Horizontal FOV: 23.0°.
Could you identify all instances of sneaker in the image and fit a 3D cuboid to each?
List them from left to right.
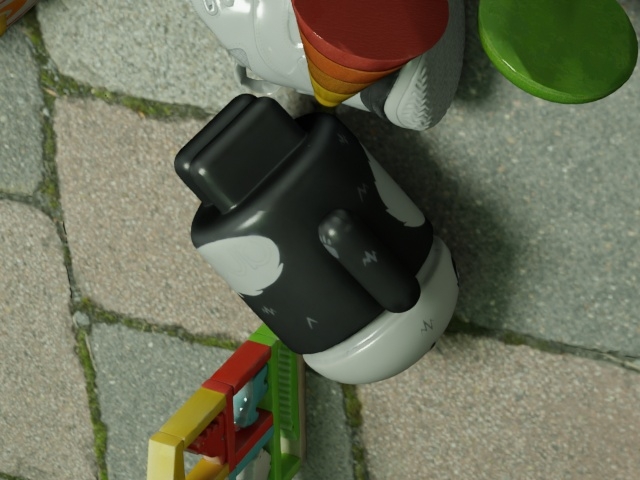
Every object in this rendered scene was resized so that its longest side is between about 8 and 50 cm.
[{"bbox_3d":[-0.004,-0.264,1.264,0.210,0.137,0.366,7,124,24],"label":"sneaker"}]

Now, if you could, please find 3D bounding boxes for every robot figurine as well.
[{"bbox_3d":[0.001,-0.002,1.381,0.173,0.209,0.278,-32,110,29],"label":"robot figurine"}]

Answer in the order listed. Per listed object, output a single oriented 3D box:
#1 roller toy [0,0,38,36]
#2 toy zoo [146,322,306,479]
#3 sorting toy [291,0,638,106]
[{"bbox_3d":[-0.338,-0.246,1.438,0.209,0.191,0.146,-37,95,3],"label":"roller toy"},{"bbox_3d":[-0.093,0.214,1.497,0.030,0.293,0.192,14,123,23],"label":"toy zoo"},{"bbox_3d":[0.140,-0.130,1.208,0.365,0.127,0.126,7,145,-14],"label":"sorting toy"}]
